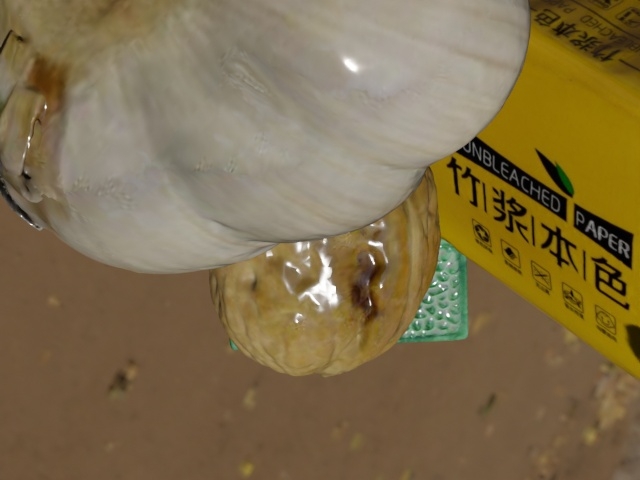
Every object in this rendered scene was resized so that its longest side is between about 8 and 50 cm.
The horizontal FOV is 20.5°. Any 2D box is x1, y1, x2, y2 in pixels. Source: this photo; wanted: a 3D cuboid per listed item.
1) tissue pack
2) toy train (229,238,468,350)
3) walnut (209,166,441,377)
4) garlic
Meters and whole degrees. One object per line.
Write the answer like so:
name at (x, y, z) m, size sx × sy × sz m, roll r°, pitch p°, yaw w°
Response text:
tissue pack at (0.244, -0.077, 1.379) m, size 0.228 × 0.382 × 0.293 m, roll -32°, pitch 138°, yaw -23°
toy train at (0.027, -0.008, 1.713) m, size 0.202 × 0.266 × 0.145 m, roll -89°, pitch 175°, yaw -50°
walnut at (0.000, 0.000, 1.117) m, size 0.155 × 0.155 × 0.184 m, roll -20°, pitch 112°, yaw -51°
garlic at (-0.041, -0.139, 0.875) m, size 0.241 × 0.322 × 0.322 m, roll -40°, pitch 147°, yaw -72°
